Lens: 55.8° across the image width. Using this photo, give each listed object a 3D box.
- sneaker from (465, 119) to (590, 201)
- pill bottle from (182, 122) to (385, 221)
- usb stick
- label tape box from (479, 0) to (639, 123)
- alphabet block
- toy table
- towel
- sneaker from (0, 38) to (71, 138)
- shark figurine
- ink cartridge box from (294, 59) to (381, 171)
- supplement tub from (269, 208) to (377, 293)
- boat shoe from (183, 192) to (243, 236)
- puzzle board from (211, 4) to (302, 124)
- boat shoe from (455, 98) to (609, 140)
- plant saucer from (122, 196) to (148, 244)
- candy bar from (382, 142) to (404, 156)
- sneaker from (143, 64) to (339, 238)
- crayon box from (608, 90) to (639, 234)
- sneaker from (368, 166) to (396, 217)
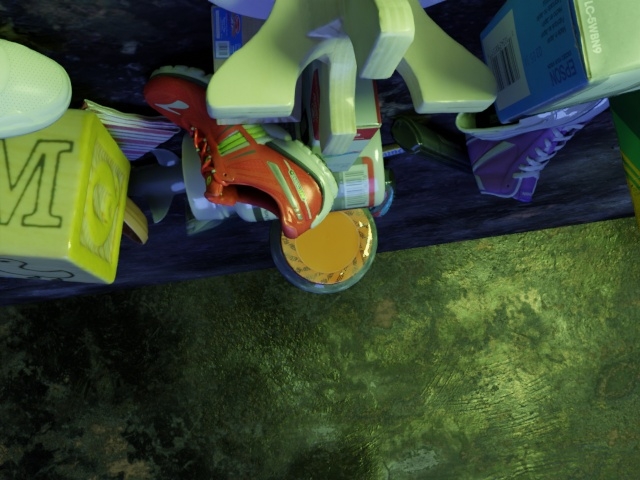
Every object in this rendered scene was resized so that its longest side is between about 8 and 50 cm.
[{"bbox_3d":[0.377,-0.153,1.024,0.102,0.161,0.282,0,167,-32],"label":"sneaker"},{"bbox_3d":[-0.054,-0.115,0.915,0.283,0.161,0.161,-7,171,0],"label":"pill bottle"},{"bbox_3d":[0.214,-0.166,1.093,0.045,0.077,0.278,-49,151,22],"label":"usb stick"},{"bbox_3d":[0.330,-0.198,0.501,0.333,0.106,0.240,-13,-176,4],"label":"label tape box"},{"bbox_3d":[-0.381,-0.056,0.797,0.197,0.194,0.192,4,167,-1],"label":"alphabet block"},{"bbox_3d":[0.028,-0.190,0.531,0.274,0.161,0.252,-6,171,1],"label":"toy table"},{"bbox_3d":[-0.314,-0.155,0.895,0.144,0.029,0.197,1,170,-41],"label":"towel"},{"bbox_3d":[-0.357,-0.167,0.528,0.292,0.108,0.169,1,171,-35],"label":"sneaker"},{"bbox_3d":[-0.312,-0.080,1.087,0.278,0.116,0.166,-13,168,20],"label":"shark figurine"},{"bbox_3d":[0.013,-0.167,0.745,0.072,0.128,0.175,-5,170,-11],"label":"ink cartridge box"},{"bbox_3d":[0.000,0.000,1.138,0.193,0.194,0.316,-7,179,-5],"label":"supplement tub"},{"bbox_3d":[-0.170,-0.090,1.192,0.118,0.103,0.320,-11,173,-44],"label":"boat shoe"},{"bbox_3d":[-0.067,-0.189,0.655,0.096,0.128,0.011,-4,-147,-11],"label":"puzzle board"},{"bbox_3d":[0.309,-0.201,0.880,0.084,0.095,0.258,-6,171,-34],"label":"boat shoe"},{"bbox_3d":[-0.364,-0.071,1.014,0.037,0.200,0.200,-51,-177,-17],"label":"plant saucer"},{"bbox_3d":[0.099,-0.166,1.165,0.161,0.018,0.040,-9,171,18],"label":"candy bar"},{"bbox_3d":[-0.112,-0.105,0.724,0.279,0.118,0.107,35,165,7],"label":"sneaker"},{"bbox_3d":[0.522,-0.140,0.734,0.362,0.313,0.106,-3,170,-24],"label":"crayon box"},{"bbox_3d":[0.056,-0.093,1.317,0.125,0.104,0.261,2,167,-34],"label":"sneaker"}]
